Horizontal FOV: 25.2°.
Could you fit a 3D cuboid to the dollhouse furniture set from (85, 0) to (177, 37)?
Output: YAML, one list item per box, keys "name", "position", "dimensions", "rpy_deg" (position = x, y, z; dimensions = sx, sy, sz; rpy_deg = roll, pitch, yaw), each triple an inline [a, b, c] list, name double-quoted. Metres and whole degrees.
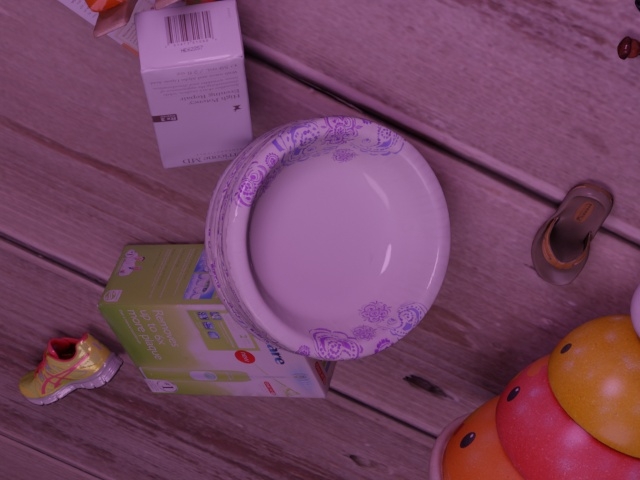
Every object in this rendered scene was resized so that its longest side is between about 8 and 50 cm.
- name: "dollhouse furniture set"
  position: [-0.194, -0.353, 1.413]
  dimensions: [0.259, 0.135, 0.262]
  rpy_deg: [-21, 120, 17]

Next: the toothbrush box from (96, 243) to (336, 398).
- name: "toothbrush box"
  position: [-0.136, 0.113, 2.014]
  dimensions: [0.283, 0.122, 0.206]
  rpy_deg: [-2, 137, 23]

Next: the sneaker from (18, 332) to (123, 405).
- name: "sneaker"
  position: [-0.411, 0.193, 2.272]
  dimensions: [0.208, 0.081, 0.094]
  rpy_deg: [-21, 119, 32]

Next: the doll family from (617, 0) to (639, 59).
- name: "doll family"
  position: [0.362, -0.212, 1.450]
  dimensions: [0.111, 0.076, 0.193]
  rpy_deg: [7, 143, 8]

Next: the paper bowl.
- name: "paper bowl"
  position: [0.001, -0.003, 1.702]
  dimensions: [0.284, 0.284, 0.148]
  rpy_deg: [37, 166, -20]

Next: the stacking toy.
- name: "stacking toy"
  position: [0.379, 0.210, 1.833]
  dimensions: [0.351, 0.350, 0.480]
  rpy_deg: [23, 122, -4]

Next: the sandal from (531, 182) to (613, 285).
- name: "sandal"
  position: [0.302, 0.001, 1.745]
  dimensions: [0.072, 0.049, 0.180]
  rpy_deg: [20, 142, 0]

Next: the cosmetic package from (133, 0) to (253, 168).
- name: "cosmetic package"
  position: [-0.140, -0.173, 1.635]
  dimensions: [0.117, 0.085, 0.231]
  rpy_deg: [-8, 154, -2]

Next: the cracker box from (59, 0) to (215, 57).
- name: "cracker box"
  position: [-0.233, -0.317, 1.588]
  dimensions: [0.232, 0.067, 0.156]
  rpy_deg: [34, 138, -19]
